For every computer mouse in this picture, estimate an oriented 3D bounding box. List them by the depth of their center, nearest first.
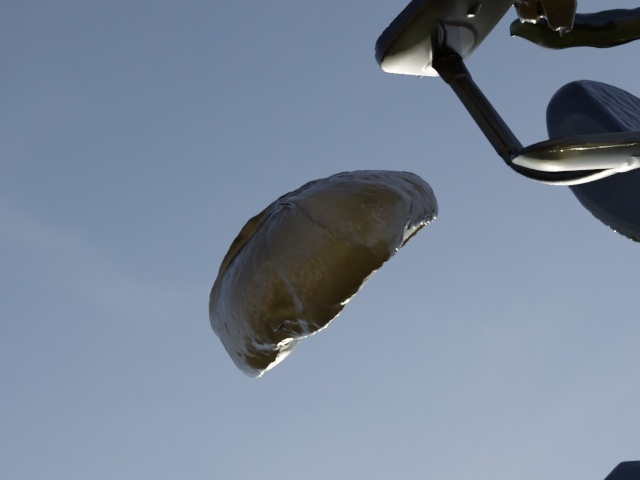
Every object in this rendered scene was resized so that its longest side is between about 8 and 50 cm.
[{"bbox_3d":[0.390,-0.054,1.598,0.203,0.374,0.114,7,-60,-35],"label":"computer mouse"}]

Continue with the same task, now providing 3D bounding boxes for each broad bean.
[{"bbox_3d":[0.313,-0.235,1.475,0.227,0.069,0.039,-15,-24,1],"label":"broad bean"}]

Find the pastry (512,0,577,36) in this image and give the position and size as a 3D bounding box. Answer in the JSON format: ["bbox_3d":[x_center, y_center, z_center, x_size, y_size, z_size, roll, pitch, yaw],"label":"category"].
[{"bbox_3d":[0.193,-0.365,1.291,0.329,0.136,0.330,1,-57,2],"label":"pastry"}]

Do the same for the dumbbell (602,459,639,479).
[{"bbox_3d":[0.427,0.287,1.365,0.325,0.160,0.144,-11,-80,39],"label":"dumbbell"}]

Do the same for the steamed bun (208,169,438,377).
[{"bbox_3d":[-0.017,0.017,1.145,0.212,0.231,0.110,-43,-93,16],"label":"steamed bun"}]

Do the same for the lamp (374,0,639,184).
[{"bbox_3d":[0.146,-0.113,1.125,0.203,0.283,0.124,0,-54,-47],"label":"lamp"}]
